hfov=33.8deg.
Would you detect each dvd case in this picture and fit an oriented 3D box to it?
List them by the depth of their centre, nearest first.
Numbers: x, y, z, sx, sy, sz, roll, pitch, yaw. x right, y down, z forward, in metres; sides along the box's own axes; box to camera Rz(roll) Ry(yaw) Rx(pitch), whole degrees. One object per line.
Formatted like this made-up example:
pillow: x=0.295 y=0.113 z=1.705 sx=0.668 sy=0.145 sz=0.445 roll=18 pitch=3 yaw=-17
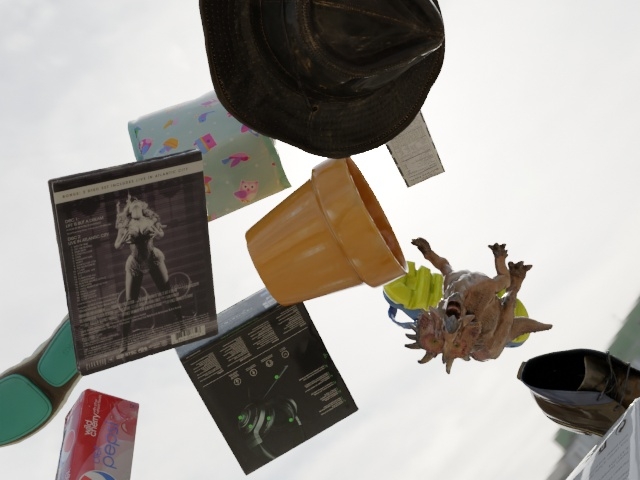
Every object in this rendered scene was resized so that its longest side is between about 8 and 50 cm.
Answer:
dvd case: x=-0.194 y=0.023 z=1.122 sx=0.165 sy=0.018 sz=0.221 roll=-15 pitch=-64 yaw=-27

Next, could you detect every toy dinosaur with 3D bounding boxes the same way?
toy dinosaur: x=0.214 y=0.115 z=1.470 sx=0.296 sy=0.127 sz=0.200 roll=35 pitch=-126 yaw=-43

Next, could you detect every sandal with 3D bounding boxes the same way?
sandal: x=0.260 y=0.138 z=2.082 sx=0.138 sy=0.317 sz=0.126 roll=114 pitch=176 yaw=-55

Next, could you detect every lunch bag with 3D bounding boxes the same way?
lunch bag: x=-0.185 y=-0.152 z=1.695 sx=0.223 sy=0.262 sz=0.160 roll=-24 pitch=-54 yaw=1

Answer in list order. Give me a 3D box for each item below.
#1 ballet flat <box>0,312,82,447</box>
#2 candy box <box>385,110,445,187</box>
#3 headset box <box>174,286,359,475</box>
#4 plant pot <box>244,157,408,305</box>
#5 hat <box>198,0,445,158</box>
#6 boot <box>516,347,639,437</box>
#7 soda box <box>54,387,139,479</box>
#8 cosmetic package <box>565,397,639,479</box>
ballet flat: x=-0.524 y=0.260 z=2.040 sx=0.400 sy=0.139 sz=0.139 roll=-43 pitch=-30 yaw=19
candy box: x=0.112 y=-0.195 z=1.568 sx=0.071 sy=0.159 sz=0.233 roll=-23 pitch=-22 yaw=7
headset box: x=-0.097 y=0.257 z=1.949 sx=0.246 sy=0.131 sz=0.283 roll=-30 pitch=-74 yaw=-7
plant pot: x=0.000 y=0.000 z=1.549 sx=0.188 sy=0.205 sz=0.205 roll=-28 pitch=-31 yaw=10
hat: x=0.040 y=-0.239 z=1.126 sx=0.331 sy=0.134 sz=0.331 roll=-4 pitch=-83 yaw=-35
boot: x=0.302 y=0.160 z=1.045 sx=0.106 sy=0.219 sz=0.082 roll=36 pitch=-118 yaw=-44
soda box: x=-0.320 y=0.338 z=1.481 sx=0.092 sy=0.263 sz=0.083 roll=21 pitch=-54 yaw=-20
cosmetic package: x=0.246 y=0.288 z=0.671 sx=0.155 sy=0.197 sz=0.365 roll=-59 pitch=-1 yaw=29
